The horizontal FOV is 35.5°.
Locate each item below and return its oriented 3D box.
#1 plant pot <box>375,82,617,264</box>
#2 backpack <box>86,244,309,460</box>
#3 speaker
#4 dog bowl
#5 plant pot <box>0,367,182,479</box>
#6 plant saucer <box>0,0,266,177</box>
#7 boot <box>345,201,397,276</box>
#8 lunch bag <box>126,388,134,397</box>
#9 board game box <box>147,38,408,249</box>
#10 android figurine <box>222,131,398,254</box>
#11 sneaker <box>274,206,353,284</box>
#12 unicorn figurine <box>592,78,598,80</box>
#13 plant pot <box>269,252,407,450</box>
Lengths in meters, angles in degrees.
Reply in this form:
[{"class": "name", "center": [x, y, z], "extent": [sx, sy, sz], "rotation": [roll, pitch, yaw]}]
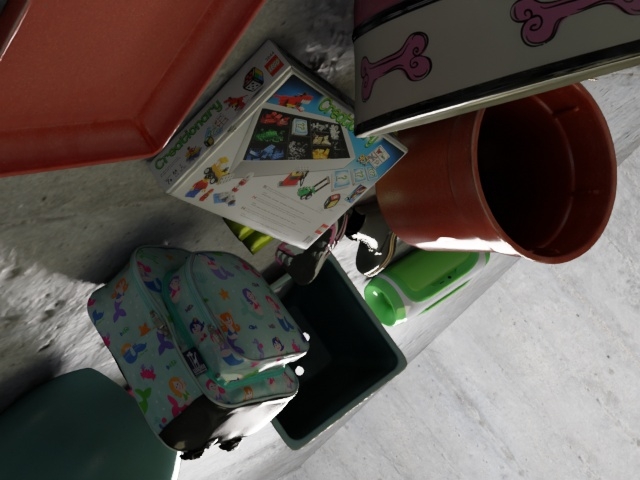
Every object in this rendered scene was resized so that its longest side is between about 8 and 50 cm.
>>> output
[{"class": "plant pot", "center": [0.234, -0.095, 1.448], "extent": [0.272, 0.272, 0.265], "rotation": [-29, -168, -31]}, {"class": "backpack", "center": [-0.156, 0.116, 1.247], "extent": [0.191, 0.253, 0.225], "rotation": [-49, 159, 17]}, {"class": "speaker", "center": [0.242, 0.076, 2.249], "extent": [0.296, 0.131, 0.131], "rotation": [-30, 162, -27]}, {"class": "dog bowl", "center": [0.214, -0.229, 1.042], "extent": [0.407, 0.150, 0.408], "rotation": [-14, -176, 1]}, {"class": "plant pot", "center": [-0.335, 0.320, 1.386], "extent": [0.235, 0.293, 0.293], "rotation": [-50, 169, -22]}, {"class": "plant saucer", "center": [-0.173, -0.161, 0.820], "extent": [0.259, 0.048, 0.258], "rotation": [-48, 162, 32]}, {"class": "boot", "center": [0.074, -0.005, 1.778], "extent": [0.137, 0.077, 0.198], "rotation": [-18, 141, -42]}, {"class": "lunch bag", "center": [-0.339, 0.356, 1.763], "extent": [0.258, 0.120, 0.293], "rotation": [-38, 166, -17]}, {"class": "board game box", "center": [-0.037, -0.097, 1.174], "extent": [0.193, 0.053, 0.305], "rotation": [-44, 152, 12]}, {"class": "android figurine", "center": [-0.007, -0.084, 1.391], "extent": [0.272, 0.056, 0.248], "rotation": [-36, 164, -3]}, {"class": "sneaker", "center": [0.000, 0.000, 1.426], "extent": [0.077, 0.072, 0.178], "rotation": [-37, 174, -35]}, {"class": "unicorn figurine", "center": [0.422, -0.269, 1.850], "extent": [0.111, 0.060, 0.162], "rotation": [-37, 180, -10]}, {"class": "plant pot", "center": [-0.041, 0.194, 1.761], "extent": [0.247, 0.248, 0.252], "rotation": [-35, 180, -15]}]
